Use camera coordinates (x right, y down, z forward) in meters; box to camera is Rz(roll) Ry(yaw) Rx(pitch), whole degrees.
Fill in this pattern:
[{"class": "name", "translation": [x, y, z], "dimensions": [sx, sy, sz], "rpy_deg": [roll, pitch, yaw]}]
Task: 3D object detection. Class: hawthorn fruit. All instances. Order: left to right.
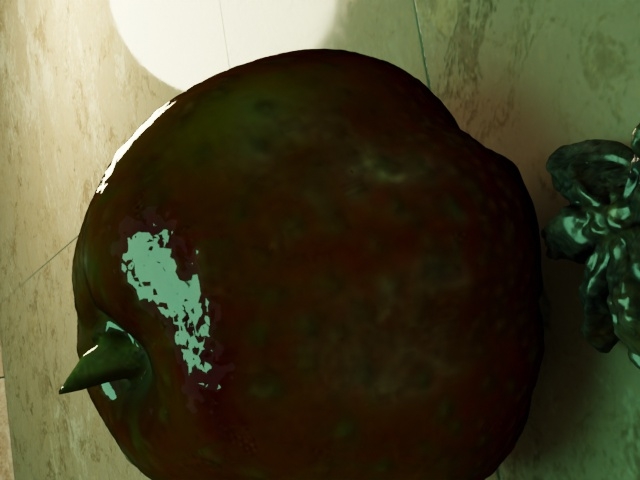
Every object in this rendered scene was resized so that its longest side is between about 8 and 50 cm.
[{"class": "hawthorn fruit", "translation": [-0.028, 0.056, 0.905], "dimensions": [0.403, 0.403, 0.403], "rpy_deg": [12, 104, 61]}]

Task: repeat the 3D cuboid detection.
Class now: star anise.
[{"class": "star anise", "translation": [0.223, 0.005, 0.774], "dimensions": [0.212, 0.073, 0.197], "rpy_deg": [150, 116, -62]}]
